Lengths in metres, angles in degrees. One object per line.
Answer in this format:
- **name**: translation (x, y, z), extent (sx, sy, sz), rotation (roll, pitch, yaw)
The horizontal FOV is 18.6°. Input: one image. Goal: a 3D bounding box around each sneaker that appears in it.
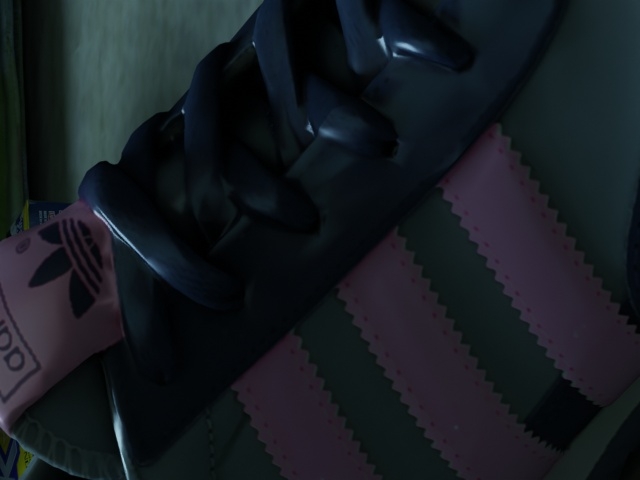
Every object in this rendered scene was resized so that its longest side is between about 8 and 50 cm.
- **sneaker**: translation (0.000, 0.000, 0.393), extent (0.112, 0.131, 0.319), rotation (-115, 37, -46)

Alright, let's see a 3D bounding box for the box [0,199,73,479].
- **box**: translation (-0.077, 0.075, 0.662), extent (0.059, 0.054, 0.169), rotation (135, 133, -58)

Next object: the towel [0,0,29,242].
- **towel**: translation (-0.234, 0.005, 0.969), extent (0.374, 0.090, 0.320), rotation (-34, 56, 58)
